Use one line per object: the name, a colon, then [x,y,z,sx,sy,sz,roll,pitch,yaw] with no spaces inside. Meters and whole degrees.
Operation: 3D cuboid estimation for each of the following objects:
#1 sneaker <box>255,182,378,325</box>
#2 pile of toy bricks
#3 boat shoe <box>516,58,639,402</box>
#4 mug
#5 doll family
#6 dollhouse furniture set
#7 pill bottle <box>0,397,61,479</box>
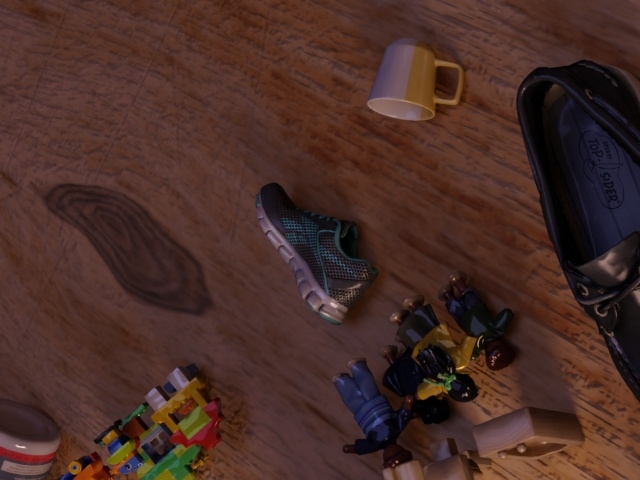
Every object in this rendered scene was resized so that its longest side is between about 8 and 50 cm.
sneaker: [0.000,0.000,1.530,0.076,0.065,0.166,-40,59,12]
pile of toy bricks: [-0.167,0.223,1.628,0.212,0.118,0.105,-41,84,12]
boat shoe: [0.236,0.005,1.256,0.127,0.113,0.340,-28,65,36]
mug: [0.086,-0.146,1.475,0.062,0.078,0.064,149,133,-73]
doll family: [0.089,0.121,1.410,0.193,0.076,0.111,-51,57,31]
dollhouse furniture set: [0.144,0.221,1.307,0.151,0.144,0.123,-24,71,23]
pill bottle: [-0.366,0.275,1.788,0.108,0.108,0.180,35,107,41]
